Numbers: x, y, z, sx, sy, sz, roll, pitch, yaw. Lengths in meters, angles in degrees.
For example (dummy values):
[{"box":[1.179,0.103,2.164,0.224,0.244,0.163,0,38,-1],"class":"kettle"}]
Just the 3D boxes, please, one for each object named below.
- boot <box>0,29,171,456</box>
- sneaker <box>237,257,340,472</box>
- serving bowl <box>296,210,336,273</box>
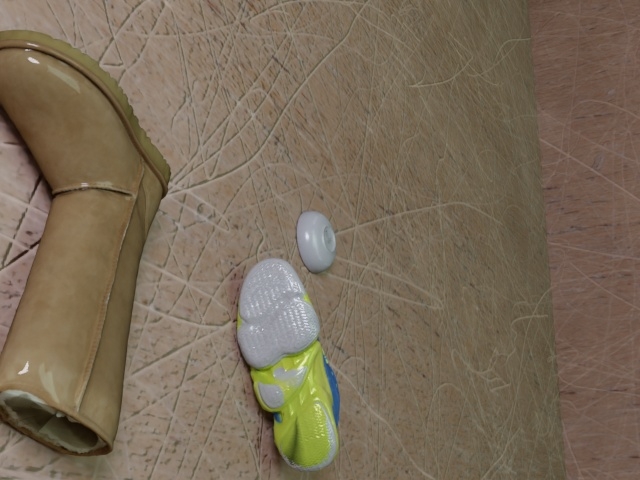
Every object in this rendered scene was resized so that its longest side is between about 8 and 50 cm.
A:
[{"box":[-0.207,0.003,0.779,0.236,0.089,0.269,49,40,-47],"class":"boot"},{"box":[-0.033,0.138,1.121,0.126,0.091,0.240,-2,82,-83],"class":"sneaker"},{"box":[0.000,0.000,1.280,0.083,0.027,0.083,36,49,-55],"class":"serving bowl"}]
